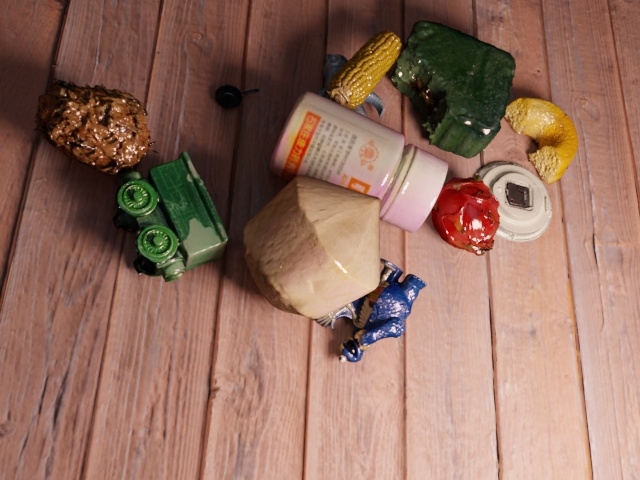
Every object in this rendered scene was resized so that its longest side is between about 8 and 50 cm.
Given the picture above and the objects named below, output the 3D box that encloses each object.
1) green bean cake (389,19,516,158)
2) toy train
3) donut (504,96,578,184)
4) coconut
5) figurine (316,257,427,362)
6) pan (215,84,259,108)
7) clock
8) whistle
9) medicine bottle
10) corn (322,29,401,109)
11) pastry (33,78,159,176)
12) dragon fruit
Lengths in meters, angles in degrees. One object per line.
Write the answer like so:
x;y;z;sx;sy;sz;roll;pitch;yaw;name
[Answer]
0.337;-0.401;1.778;0.307;0.169;0.300;24;63;-3;green bean cake
-0.340;-0.044;1.479;0.201;0.145;0.266;-23;78;-24;toy train
0.631;-0.298;1.853;0.152;0.101;0.259;-18;70;-26;donut
0.000;0.000;1.449;0.328;0.329;0.329;5;68;-12;coconut
0.128;0.172;1.529;0.262;0.121;0.164;-43;56;-3;figurine
-0.212;-0.368;1.706;0.115;0.023;0.068;-13;72;-15;pan
0.515;-0.112;1.767;0.236;0.053;0.237;5;69;-13;clock
0.067;-0.369;1.739;0.180;0.093;0.269;-16;74;-25;whistle
0.090;-0.183;1.602;0.388;0.219;0.219;24;65;-4;medicine bottle
0.115;-0.430;1.687;0.106;0.106;0.293;37;57;3;corn
-0.488;-0.259;1.463;0.274;0.275;0.193;30;83;-1;pastry
0.358;-0.067;1.645;0.172;0.172;0.210;4;57;-12;dragon fruit
